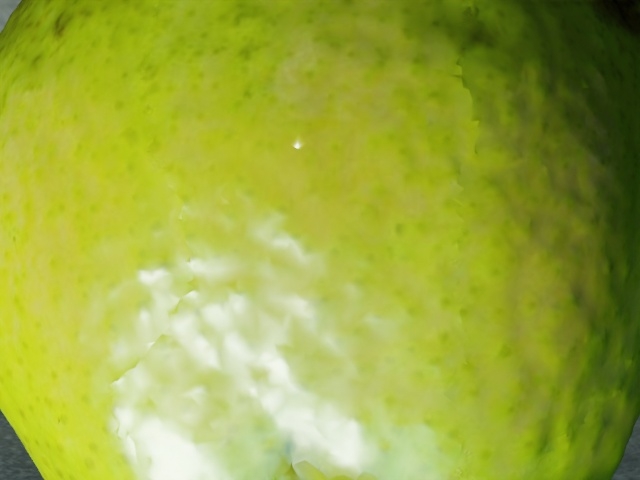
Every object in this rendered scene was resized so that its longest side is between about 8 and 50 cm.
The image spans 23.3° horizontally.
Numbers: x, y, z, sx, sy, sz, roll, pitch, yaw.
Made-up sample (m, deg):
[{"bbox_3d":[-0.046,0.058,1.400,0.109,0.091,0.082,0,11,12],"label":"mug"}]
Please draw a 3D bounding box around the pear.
[{"bbox_3d":[0.000,0.000,0.775,0.391,0.391,0.391,3,146,2],"label":"pear"}]
